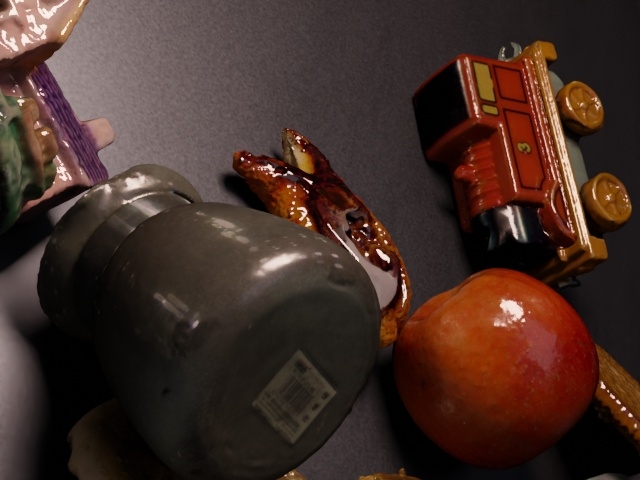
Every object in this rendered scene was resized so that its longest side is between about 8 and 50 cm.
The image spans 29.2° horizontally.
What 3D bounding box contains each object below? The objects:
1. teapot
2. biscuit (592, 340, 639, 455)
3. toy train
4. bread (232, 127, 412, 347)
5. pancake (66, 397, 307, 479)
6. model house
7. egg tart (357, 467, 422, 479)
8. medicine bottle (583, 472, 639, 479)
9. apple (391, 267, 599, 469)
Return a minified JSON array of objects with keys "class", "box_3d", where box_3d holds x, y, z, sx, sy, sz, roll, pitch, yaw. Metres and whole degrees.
[{"class":"teapot","box_3d":[-0.089,0.055,1.074,0.285,0.223,0.305,33,16,38]},{"class":"biscuit","box_3d":[0.396,0.218,1.567,0.305,0.038,0.305,42,12,-11]},{"class":"toy train","box_3d":[0.256,-0.108,1.618,0.232,0.163,0.369,5,64,-31]},{"class":"bread","box_3d":[0.007,0.001,1.345,0.269,0.095,0.139,52,36,12]},{"class":"pancake","box_3d":[-0.089,0.221,1.051,0.282,0.049,0.282,35,14,-10]},{"class":"model house","box_3d":[-0.270,-0.136,1.030,0.237,0.202,0.237,58,40,-4]},{"class":"egg tart","box_3d":[0.123,0.385,1.200,0.345,0.132,0.345,23,52,-34]},{"class":"medicine bottle","box_3d":[0.362,0.321,1.500,0.074,0.118,0.055,35,45,-30]},{"class":"apple","box_3d":[0.194,0.141,1.355,0.201,0.218,0.218,54,39,-1]}]
